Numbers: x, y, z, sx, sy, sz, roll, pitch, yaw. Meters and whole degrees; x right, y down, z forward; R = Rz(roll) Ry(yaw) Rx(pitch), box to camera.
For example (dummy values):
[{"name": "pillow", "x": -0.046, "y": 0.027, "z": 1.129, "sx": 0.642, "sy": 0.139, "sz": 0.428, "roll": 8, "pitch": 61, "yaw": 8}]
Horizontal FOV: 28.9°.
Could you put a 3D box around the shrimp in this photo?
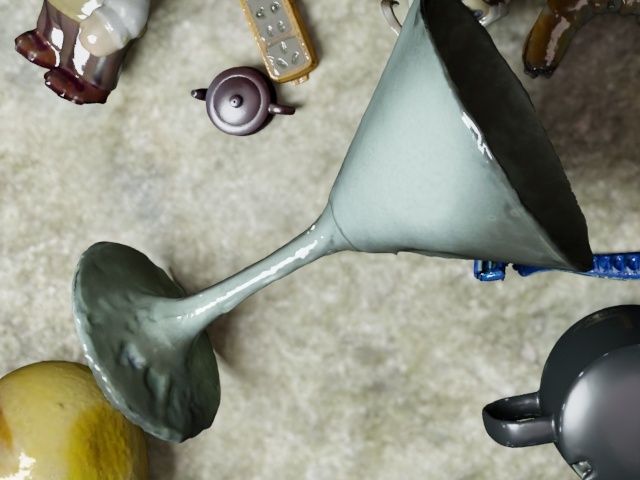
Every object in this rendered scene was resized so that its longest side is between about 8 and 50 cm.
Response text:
[{"name": "shrimp", "x": 0.273, "y": -0.177, "z": 1.128, "sx": 0.166, "sy": 0.049, "sz": 0.161, "roll": -38, "pitch": 87, "yaw": 11}]

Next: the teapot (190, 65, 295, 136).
[{"name": "teapot", "x": -0.073, "y": -0.132, "z": 1.180, "sx": 0.100, "sy": 0.045, "sz": 0.068, "roll": 11, "pitch": 98, "yaw": 8}]

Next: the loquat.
[{"name": "loquat", "x": -0.267, "y": 0.213, "z": 1.164, "sx": 0.213, "sy": 0.213, "sz": 0.213, "roll": 1, "pitch": 95, "yaw": 8}]

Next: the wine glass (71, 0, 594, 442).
[{"name": "wine glass", "x": 0.000, "y": 0.000, "z": 1.066, "sx": 0.406, "sy": 0.267, "sz": 0.267, "roll": -31, "pitch": 90, "yaw": 23}]

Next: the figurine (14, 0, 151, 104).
[{"name": "figurine", "x": -0.178, "y": -0.313, "z": 1.101, "sx": 0.206, "sy": 0.218, "sz": 0.365, "roll": 30, "pitch": 104, "yaw": -41}]

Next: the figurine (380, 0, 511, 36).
[{"name": "figurine", "x": 0.128, "y": -0.230, "z": 1.118, "sx": 0.153, "sy": 0.132, "sz": 0.132, "roll": -37, "pitch": 89, "yaw": 22}]

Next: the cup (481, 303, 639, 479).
[{"name": "cup", "x": 0.255, "y": 0.154, "z": 1.096, "sx": 0.223, "sy": 0.176, "sz": 0.169, "roll": -11, "pitch": 97, "yaw": 8}]

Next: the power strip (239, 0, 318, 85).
[{"name": "power strip", "x": -0.054, "y": -0.232, "z": 1.177, "sx": 0.049, "sy": 0.028, "sz": 0.178, "roll": -22, "pitch": 91, "yaw": 10}]

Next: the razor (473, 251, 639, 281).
[{"name": "razor", "x": 0.303, "y": 0.017, "z": 1.141, "sx": 0.324, "sy": 0.056, "sz": 0.093, "roll": 5, "pitch": 60, "yaw": 3}]
